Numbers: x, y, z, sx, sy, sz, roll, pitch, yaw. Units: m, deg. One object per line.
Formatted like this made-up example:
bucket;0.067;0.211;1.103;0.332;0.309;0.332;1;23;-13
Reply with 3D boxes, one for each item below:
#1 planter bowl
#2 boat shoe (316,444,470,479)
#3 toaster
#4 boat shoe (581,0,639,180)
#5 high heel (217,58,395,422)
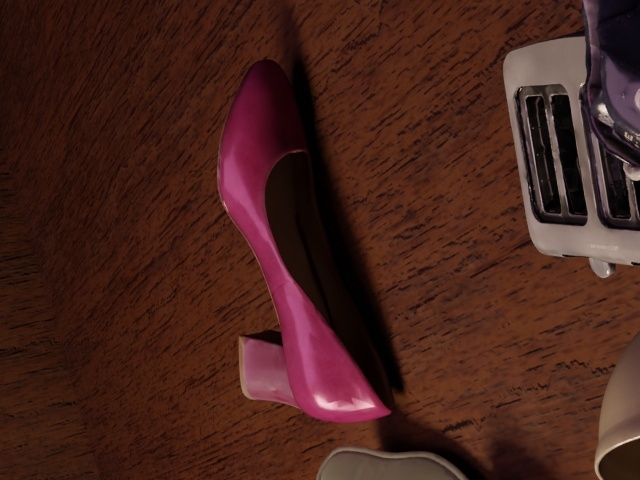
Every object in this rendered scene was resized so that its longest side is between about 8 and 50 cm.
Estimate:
planter bowl;0.254;0.094;0.906;0.162;0.162;0.109;124;153;-59
boat shoe;0.091;0.256;1.434;0.069;0.081;0.228;38;161;-33
toaster;0.215;-0.069;0.928;0.168;0.110;0.185;8;111;63
boat shoe;0.224;-0.031;0.748;0.127;0.158;0.340;87;180;-61
high heel;0.000;0.000;1.493;0.181;0.127;0.377;4;105;35
